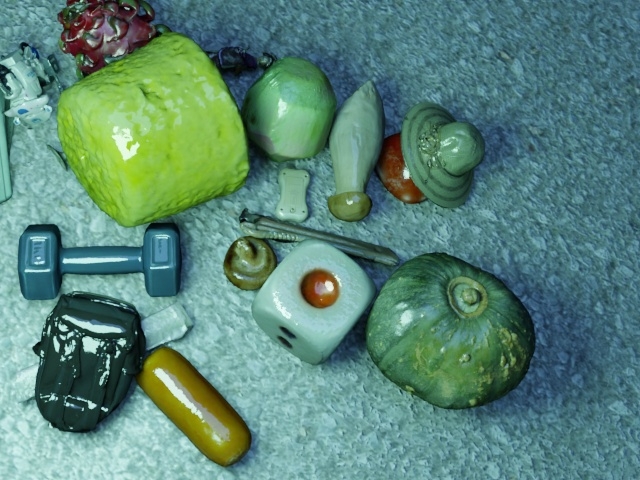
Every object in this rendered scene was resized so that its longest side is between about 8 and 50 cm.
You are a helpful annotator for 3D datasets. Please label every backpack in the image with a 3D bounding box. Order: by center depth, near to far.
[{"bbox_3d":[-0.437,0.230,1.615,0.206,0.133,0.258,15,85,-9],"label":"backpack"}]

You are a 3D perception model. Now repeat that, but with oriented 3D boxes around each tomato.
[{"bbox_3d":[0.213,-0.178,1.946,0.166,0.082,0.174,-20,73,-17],"label":"tomato"}]

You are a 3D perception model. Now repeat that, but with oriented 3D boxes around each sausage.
[{"bbox_3d":[-0.245,0.321,1.680,0.274,0.105,0.105,45,70,8],"label":"sausage"}]

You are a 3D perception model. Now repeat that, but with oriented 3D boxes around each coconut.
[{"bbox_3d":[-0.072,-0.273,1.870,0.205,0.236,0.235,-4,69,-38],"label":"coconut"}]

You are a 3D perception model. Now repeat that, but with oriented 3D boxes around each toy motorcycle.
[{"bbox_3d":[-0.612,-0.327,1.813,0.102,0.150,0.221,-19,28,12],"label":"toy motorcycle"}]

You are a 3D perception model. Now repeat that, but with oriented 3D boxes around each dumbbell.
[{"bbox_3d":[-0.436,0.040,1.726,0.316,0.156,0.143,-1,102,-10],"label":"dumbbell"}]

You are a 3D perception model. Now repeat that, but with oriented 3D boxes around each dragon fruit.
[{"bbox_3d":[-0.425,-0.434,1.869,0.273,0.198,0.218,-9,64,-14],"label":"dragon fruit"}]

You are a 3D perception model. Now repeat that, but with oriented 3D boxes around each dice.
[{"bbox_3d":[-0.014,0.123,1.741,0.194,0.192,0.193,37,67,3],"label":"dice"}]

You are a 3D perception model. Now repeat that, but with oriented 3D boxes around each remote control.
[{"bbox_3d":[-0.060,-0.099,1.897,0.074,0.032,0.122,7,71,-7],"label":"remote control"}]

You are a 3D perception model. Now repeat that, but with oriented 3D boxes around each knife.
[{"bbox_3d":[-0.002,0.005,1.851,0.365,0.043,0.089,14,35,-10],"label":"knife"}]

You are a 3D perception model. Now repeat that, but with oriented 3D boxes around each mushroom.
[{"bbox_3d":[-0.149,0.047,1.803,0.109,0.085,0.126,39,51,-17],"label":"mushroom"},{"bbox_3d":[0.078,-0.209,1.912,0.128,0.128,0.350,9,71,-6],"label":"mushroom"}]

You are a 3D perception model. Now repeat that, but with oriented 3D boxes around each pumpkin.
[{"bbox_3d":[0.258,0.192,1.728,0.328,0.257,0.291,40,56,12],"label":"pumpkin"}]

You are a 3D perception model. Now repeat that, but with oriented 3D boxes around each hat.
[{"bbox_3d":[0.299,-0.202,1.897,0.252,0.110,0.251,15,67,-38],"label":"hat"}]

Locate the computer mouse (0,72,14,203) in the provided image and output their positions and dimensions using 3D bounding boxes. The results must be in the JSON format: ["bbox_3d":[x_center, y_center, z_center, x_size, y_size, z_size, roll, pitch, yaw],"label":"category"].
[{"bbox_3d":[-0.734,-0.224,1.786,0.188,0.122,0.370,-5,75,-11],"label":"computer mouse"}]

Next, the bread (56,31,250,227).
[{"bbox_3d":[-0.331,-0.214,1.708,0.308,0.348,0.348,-25,76,-28],"label":"bread"}]

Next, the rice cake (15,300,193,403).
[{"bbox_3d":[-0.426,0.222,1.706,0.365,0.056,0.072,-24,87,-17],"label":"rice cake"}]

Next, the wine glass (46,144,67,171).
[{"bbox_3d":[-0.458,-0.244,1.863,0.262,0.074,0.074,-37,80,-20],"label":"wine glass"}]

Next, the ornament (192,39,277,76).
[{"bbox_3d":[-0.195,-0.413,1.960,0.203,0.081,0.088,-9,73,-13],"label":"ornament"}]
